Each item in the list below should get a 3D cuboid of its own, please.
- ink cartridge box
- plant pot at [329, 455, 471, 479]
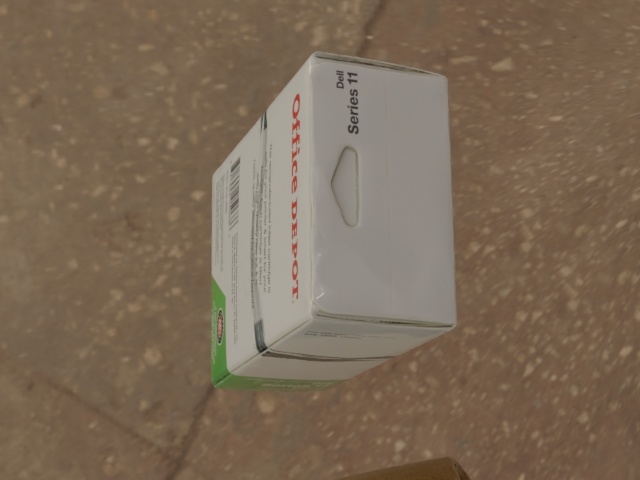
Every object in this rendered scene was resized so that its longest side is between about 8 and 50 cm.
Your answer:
[{"bbox_3d":[0.000,0.000,0.744,0.087,0.208,0.153,5,73,-18],"label":"ink cartridge box"},{"bbox_3d":[0.007,0.254,0.808,0.254,0.237,0.237,-32,85,5],"label":"plant pot"}]
